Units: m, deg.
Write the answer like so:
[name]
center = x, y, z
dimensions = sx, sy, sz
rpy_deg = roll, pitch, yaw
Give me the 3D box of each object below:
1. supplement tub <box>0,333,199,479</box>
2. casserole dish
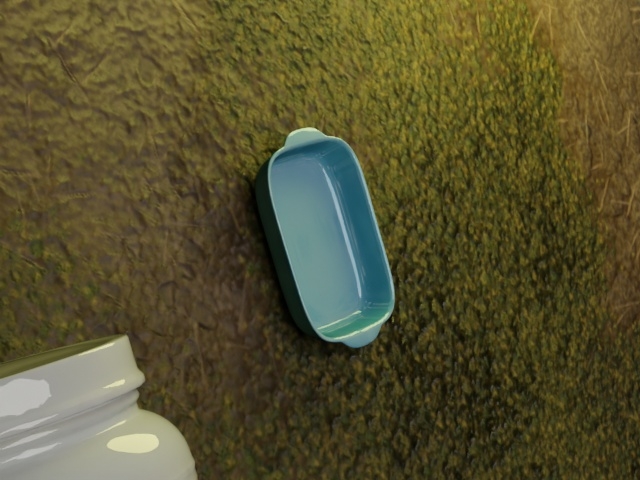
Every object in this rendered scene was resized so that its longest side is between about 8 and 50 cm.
[supplement tub]
center = -0.164, 0.231, 0.822
dimensions = 0.228, 0.228, 0.316
rpy_deg = -17, 92, -45
[casserole dish]
center = 0.000, 0.000, 1.177
dimensions = 0.114, 0.037, 0.188
rpy_deg = -19, 94, -46
